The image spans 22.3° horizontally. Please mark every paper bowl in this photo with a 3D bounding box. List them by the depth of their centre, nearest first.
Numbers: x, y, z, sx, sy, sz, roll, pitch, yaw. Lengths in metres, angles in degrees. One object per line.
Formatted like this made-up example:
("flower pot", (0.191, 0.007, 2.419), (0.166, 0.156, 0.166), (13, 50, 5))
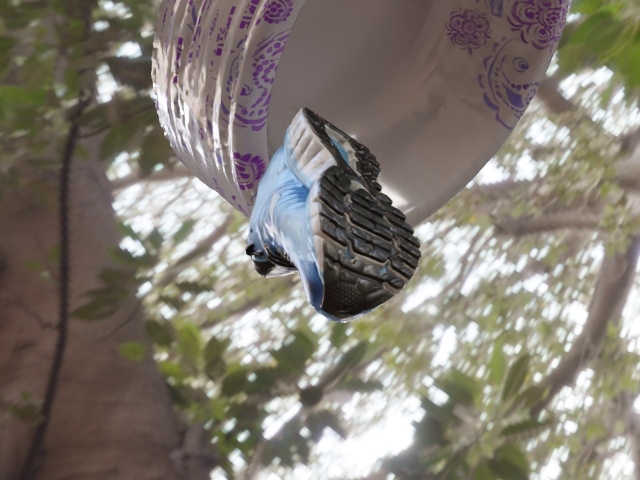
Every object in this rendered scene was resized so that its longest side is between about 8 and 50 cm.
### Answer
("paper bowl", (0.015, -0.145, 1.019), (0.148, 0.284, 0.284), (36, -64, 33))

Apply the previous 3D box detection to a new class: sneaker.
("sneaker", (0.000, 0.000, 0.802), (0.063, 0.162, 0.073), (32, -71, -20))
